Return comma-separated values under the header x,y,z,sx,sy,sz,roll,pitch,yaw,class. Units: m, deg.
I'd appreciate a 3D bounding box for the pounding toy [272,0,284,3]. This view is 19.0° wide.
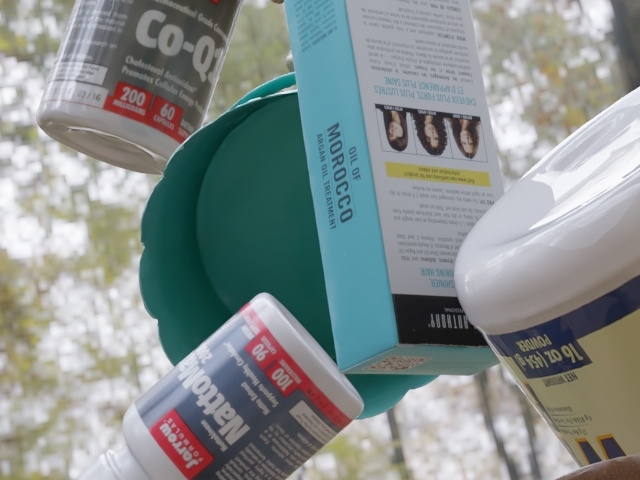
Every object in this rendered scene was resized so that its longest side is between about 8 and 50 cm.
x,y,z,sx,sy,sz,roll,pitch,yaw,class
-0.035,-0.270,1.320,0.154,0.269,0.155,39,-75,-20,pounding toy

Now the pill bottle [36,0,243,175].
x,y,z,sx,sy,sz,roll,pitch,yaw,class
-0.167,-0.222,1.916,0.161,0.283,0.161,17,-11,3,pill bottle

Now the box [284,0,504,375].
x,y,z,sx,sy,sz,roll,pitch,yaw,class
0.049,-0.045,1.117,0.101,0.244,0.060,4,-21,-35,box

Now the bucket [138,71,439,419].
x,y,z,sx,sy,sz,roll,pitch,yaw,class
0.000,0.000,1.523,0.281,0.281,0.183,-16,8,7,bucket

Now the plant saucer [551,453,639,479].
x,y,z,sx,sy,sz,roll,pitch,yaw,class
0.125,0.167,0.857,0.168,0.029,0.168,-13,-49,-16,plant saucer

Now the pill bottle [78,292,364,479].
x,y,z,sx,sy,sz,roll,pitch,yaw,class
-0.070,0.131,1.288,0.180,0.108,0.108,-42,-31,1,pill bottle

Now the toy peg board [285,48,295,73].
x,y,z,sx,sy,sz,roll,pitch,yaw,class
0.063,-0.157,1.734,0.079,0.161,0.160,-13,-55,33,toy peg board

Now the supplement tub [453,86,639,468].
x,y,z,sx,sy,sz,roll,pitch,yaw,class
0.248,0.076,0.992,0.235,0.325,0.235,-36,7,5,supplement tub
